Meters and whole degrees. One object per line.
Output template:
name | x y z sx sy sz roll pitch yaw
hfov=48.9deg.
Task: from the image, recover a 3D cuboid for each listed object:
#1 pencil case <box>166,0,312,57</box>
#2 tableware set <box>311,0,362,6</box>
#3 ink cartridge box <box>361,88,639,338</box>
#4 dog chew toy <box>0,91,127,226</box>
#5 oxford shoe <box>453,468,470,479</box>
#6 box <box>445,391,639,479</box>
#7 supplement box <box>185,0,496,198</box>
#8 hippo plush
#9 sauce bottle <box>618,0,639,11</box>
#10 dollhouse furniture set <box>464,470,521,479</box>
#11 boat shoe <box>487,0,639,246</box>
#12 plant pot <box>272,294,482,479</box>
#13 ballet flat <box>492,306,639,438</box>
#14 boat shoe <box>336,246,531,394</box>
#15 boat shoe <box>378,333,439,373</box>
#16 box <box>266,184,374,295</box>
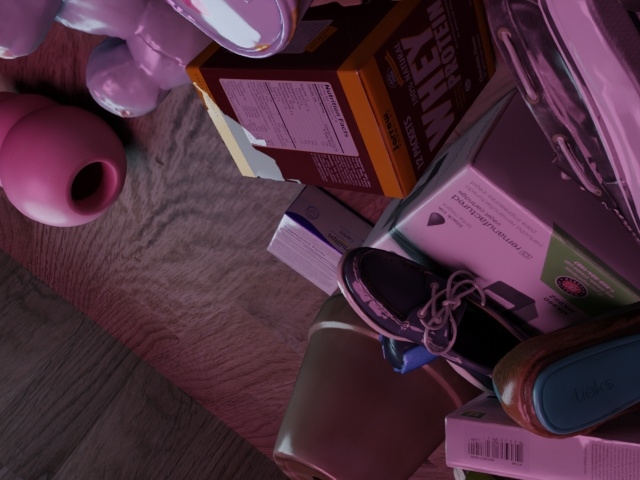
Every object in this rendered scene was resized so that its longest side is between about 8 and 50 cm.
pencil case | 0.004 -0.247 0.464 0.124 0.273 0.113 17 154 44
tableware set | 0.066 -0.247 0.576 0.194 0.128 0.039 9 175 39
ink cartridge box | 0.193 0.003 0.782 0.211 0.121 0.289 37 152 -4
dog chew toy | -0.493 -0.161 1.225 0.332 0.206 0.206 30 153 29
oxford shoe | 0.456 0.519 1.288 0.449 0.169 0.130 30 111 27
box | 0.303 0.201 0.783 0.232 0.058 0.322 1 -178 31
supplement box | 0.025 -0.158 0.650 0.194 0.191 0.129 12 142 37
hippo plush | -0.223 -0.278 0.791 0.294 0.234 0.236 -35 135 18
sauce bottle | 0.319 -0.200 0.354 0.344 0.111 0.111 -1 135 50
dollhouse furniture set | 0.294 0.299 0.930 0.151 0.197 0.301 36 -173 23
boat shoe | 0.259 -0.092 0.601 0.335 0.121 0.119 58 154 -16
plant pot | 0.069 0.298 1.203 0.323 0.280 0.323 27 150 17
ballet flat | 0.320 0.110 0.691 0.124 0.342 0.116 -170 68 -75
boat shoe | 0.133 0.083 0.739 0.254 0.095 0.079 38 153 -11
boat shoe | 0.131 0.125 0.979 0.258 0.109 0.089 85 159 -79
box | 0.000 0.000 1.043 0.126 0.072 0.137 36 153 1
